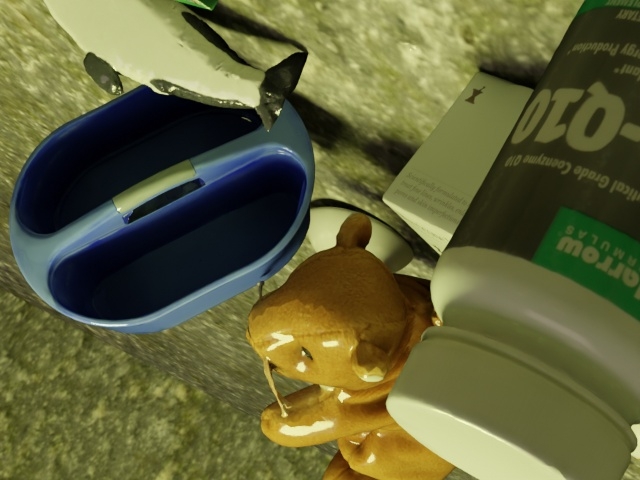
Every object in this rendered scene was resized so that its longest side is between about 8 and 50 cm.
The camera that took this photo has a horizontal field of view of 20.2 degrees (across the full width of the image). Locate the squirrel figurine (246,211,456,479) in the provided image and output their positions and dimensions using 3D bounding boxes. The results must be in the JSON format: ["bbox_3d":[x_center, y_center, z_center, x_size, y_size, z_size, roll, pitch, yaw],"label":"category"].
[{"bbox_3d":[0.106,0.108,1.993,0.396,0.281,0.370,-6,153,12],"label":"squirrel figurine"}]

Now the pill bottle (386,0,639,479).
[{"bbox_3d":[0.206,0.004,1.301,0.204,0.361,0.204,27,165,8],"label":"pill bottle"}]

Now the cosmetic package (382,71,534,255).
[{"bbox_3d":[0.188,-0.027,1.604,0.183,0.151,0.151,41,173,-37],"label":"cosmetic package"}]

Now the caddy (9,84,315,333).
[{"bbox_3d":[-0.167,-0.042,1.954,0.241,0.341,0.179,62,179,12],"label":"caddy"}]

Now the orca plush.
[{"bbox_3d":[-0.144,-0.220,1.841,0.287,0.102,0.151,15,117,16],"label":"orca plush"}]

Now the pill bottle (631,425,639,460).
[{"bbox_3d":[0.418,0.202,1.998,0.245,0.136,0.136,29,165,3],"label":"pill bottle"}]

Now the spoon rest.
[{"bbox_3d":[0.000,0.000,2.283,0.276,0.084,0.137,-5,146,43],"label":"spoon rest"}]

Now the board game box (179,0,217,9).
[{"bbox_3d":[-0.231,-0.315,1.590,0.317,0.046,0.213,34,-178,-16],"label":"board game box"}]
